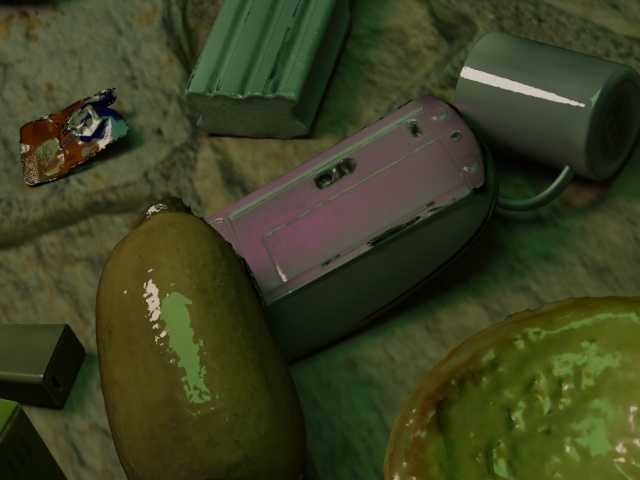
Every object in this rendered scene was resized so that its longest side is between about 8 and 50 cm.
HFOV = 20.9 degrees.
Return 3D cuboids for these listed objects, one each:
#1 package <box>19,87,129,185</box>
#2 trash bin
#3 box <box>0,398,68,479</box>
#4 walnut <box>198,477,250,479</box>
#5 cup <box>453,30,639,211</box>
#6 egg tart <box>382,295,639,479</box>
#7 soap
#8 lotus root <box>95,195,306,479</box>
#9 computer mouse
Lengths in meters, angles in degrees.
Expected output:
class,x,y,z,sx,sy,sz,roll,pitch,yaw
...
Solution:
class,x,y,z,sx,sy,sz,roll,pitch,yaw
package,-0.232,-0.100,1.618,0.111,0.033,0.077,-27,69,13
trash bin,-0.253,0.102,1.442,0.092,0.043,0.061,2,51,22
box,-0.315,0.173,1.311,0.261,0.175,0.062,9,53,24
walnut,-0.078,0.291,1.158,0.204,0.141,0.238,-33,49,5
cup,0.185,-0.095,1.441,0.133,0.136,0.099,19,17,31
egg tart,0.194,0.172,1.179,0.315,0.120,0.315,-9,47,10
soap,-0.041,-0.187,1.604,0.115,0.063,0.198,5,52,20
lotus root,-0.094,0.109,1.282,0.131,0.146,0.303,-8,69,-28
computer mouse,0.000,0.000,1.419,0.310,0.072,0.158,-30,51,3
